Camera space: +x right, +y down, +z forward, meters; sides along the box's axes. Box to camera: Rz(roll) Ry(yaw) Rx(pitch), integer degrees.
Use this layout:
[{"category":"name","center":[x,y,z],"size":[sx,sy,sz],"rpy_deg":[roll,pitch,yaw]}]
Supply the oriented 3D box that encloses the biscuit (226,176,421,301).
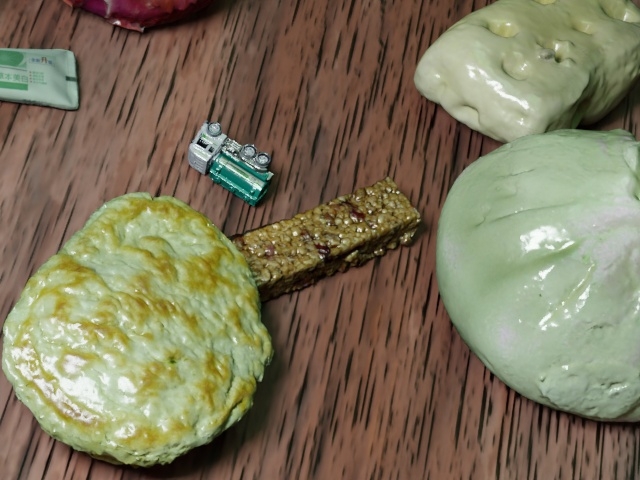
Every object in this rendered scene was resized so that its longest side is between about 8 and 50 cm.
[{"category":"biscuit","center":[0.000,0.000,1.728],"size":[0.199,0.034,0.064],"rpy_deg":[-22,60,-32]}]

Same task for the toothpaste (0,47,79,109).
[{"category":"toothpaste","center":[-0.323,-0.151,1.749],"size":[0.218,0.041,0.064],"rpy_deg":[2,61,-21]}]

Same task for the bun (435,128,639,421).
[{"category":"bun","center":[0.250,0.005,1.707],"size":[0.293,0.187,0.293],"rpy_deg":[9,50,-11]}]

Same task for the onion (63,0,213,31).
[{"category":"onion","center":[-0.187,-0.309,1.866],"size":[0.230,0.163,0.230],"rpy_deg":[0,91,-29]}]

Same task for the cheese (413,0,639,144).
[{"category":"cheese","center":[0.220,-0.181,1.916],"size":[0.159,0.093,0.263],"rpy_deg":[38,44,17]}]

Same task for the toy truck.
[{"category":"toy truck","center":[-0.081,-0.068,1.758],"size":[0.083,0.039,0.044],"rpy_deg":[32,61,8]}]

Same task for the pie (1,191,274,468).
[{"category":"pie","center":[-0.141,0.081,1.573],"size":[0.201,0.090,0.248],"rpy_deg":[38,48,1]}]
